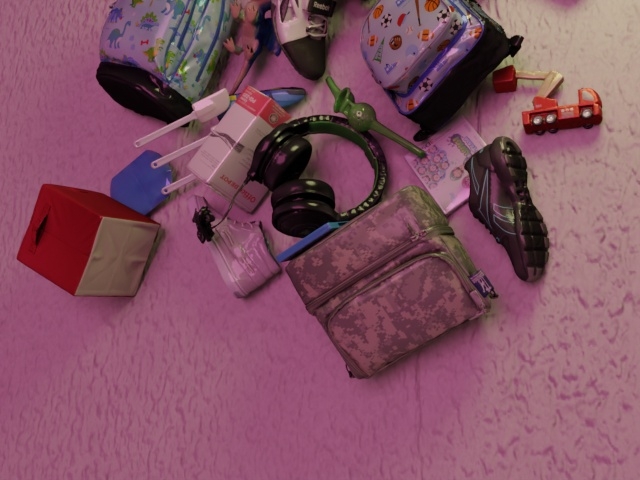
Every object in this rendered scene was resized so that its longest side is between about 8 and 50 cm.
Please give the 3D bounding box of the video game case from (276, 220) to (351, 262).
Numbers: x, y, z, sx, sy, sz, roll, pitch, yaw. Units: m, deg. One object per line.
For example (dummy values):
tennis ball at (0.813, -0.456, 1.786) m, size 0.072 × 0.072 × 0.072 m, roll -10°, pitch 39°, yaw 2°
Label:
video game case at (0.000, 0.000, 1.387) m, size 0.119 × 0.166 × 0.015 m, roll -33°, pitch 81°, yaw 20°

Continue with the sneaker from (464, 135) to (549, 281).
sneaker at (0.336, -0.050, 1.366) m, size 0.106 × 0.101 × 0.267 m, roll -22°, pitch 72°, yaw 40°

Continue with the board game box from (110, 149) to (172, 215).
board game box at (-0.406, -0.122, 1.742) m, size 0.168 × 0.033 × 0.133 m, roll -37°, pitch 69°, yaw 12°

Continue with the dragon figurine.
dragon figurine at (-0.139, -0.461, 1.696) m, size 0.085 × 0.144 × 0.289 m, roll 18°, pitch 113°, yaw 27°

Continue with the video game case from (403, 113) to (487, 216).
video game case at (0.260, -0.147, 1.464) m, size 0.143 × 0.019 × 0.157 m, roll -36°, pitch 63°, yaw 10°

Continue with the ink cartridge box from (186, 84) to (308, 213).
ink cartridge box at (-0.150, -0.186, 1.574) m, size 0.092 × 0.158 × 0.218 m, roll 36°, pitch 89°, yaw 38°

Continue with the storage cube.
storage cube at (-0.499, 0.002, 1.639) m, size 0.193 × 0.215 × 0.184 m, roll 25°, pitch 97°, yaw 28°

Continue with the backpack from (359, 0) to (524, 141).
backpack at (0.197, -0.381, 1.454) m, size 0.276 × 0.213 × 0.263 m, roll -44°, pitch 45°, yaw 20°

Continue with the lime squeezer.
lime squeezer at (0.079, -0.267, 1.516) m, size 0.310 × 0.110 × 0.059 m, roll 44°, pitch 130°, yaw 33°

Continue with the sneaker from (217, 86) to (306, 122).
sneaker at (-0.129, -0.291, 1.663) m, size 0.209 × 0.069 × 0.082 m, roll -6°, pitch 101°, yaw 14°

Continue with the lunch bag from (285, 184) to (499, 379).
lunch bag at (0.130, 0.078, 1.354) m, size 0.305 × 0.212 × 0.256 m, roll -32°, pitch 81°, yaw 13°

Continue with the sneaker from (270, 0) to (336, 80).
sneaker at (-0.024, -0.510, 1.589) m, size 0.146 × 0.122 × 0.331 m, roll -10°, pitch 95°, yaw 35°

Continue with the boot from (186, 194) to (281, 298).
boot at (-0.178, -0.012, 1.584) m, size 0.123 × 0.095 × 0.258 m, roll -32°, pitch 70°, yaw 3°

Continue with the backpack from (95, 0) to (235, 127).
backpack at (-0.347, -0.480, 1.727) m, size 0.290 × 0.273 × 0.355 m, roll 26°, pitch 73°, yaw 35°

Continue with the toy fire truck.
toy fire truck at (0.424, -0.270, 1.414) m, size 0.192 × 0.047 × 0.135 m, roll -6°, pitch 70°, yaw 21°

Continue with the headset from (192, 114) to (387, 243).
headset at (-0.061, -0.098, 1.499) m, size 0.394 × 0.185 × 0.243 m, roll -20°, pitch 68°, yaw -15°

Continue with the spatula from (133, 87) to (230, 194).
spatula at (-0.275, -0.205, 1.658) m, size 0.242 × 0.019 × 0.168 m, roll -26°, pitch 105°, yaw 7°
